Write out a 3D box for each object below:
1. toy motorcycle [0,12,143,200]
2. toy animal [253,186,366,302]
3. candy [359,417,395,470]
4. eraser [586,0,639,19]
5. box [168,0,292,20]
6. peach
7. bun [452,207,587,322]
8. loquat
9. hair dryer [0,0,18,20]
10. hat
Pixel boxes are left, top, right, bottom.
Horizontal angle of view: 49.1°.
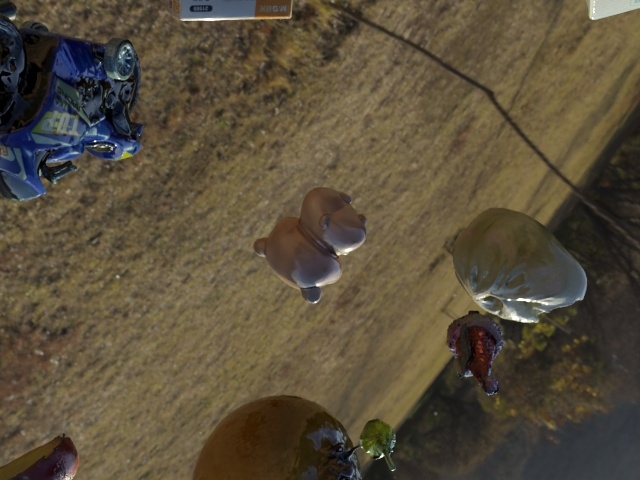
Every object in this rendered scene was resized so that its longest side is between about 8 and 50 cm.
[{"bbox_3d":[-0.262,-0.130,0.710,0.315,0.113,0.169,-34,135,-75],"label":"toy motorcycle"},{"bbox_3d":[-0.005,0.000,1.659,0.229,0.210,0.221,-35,167,-34],"label":"toy animal"},{"bbox_3d":[0.094,0.316,1.054,0.058,0.062,0.194,-10,179,-3],"label":"candy"},{"bbox_3d":[0.402,-0.313,0.757,0.225,0.052,0.095,-12,160,17],"label":"eraser"},{"bbox_3d":[-0.185,-0.586,1.484,0.274,0.091,0.221,-14,126,-28],"label":"box"},{"bbox_3d":[-0.245,0.205,0.591,0.077,0.050,0.083,-23,-169,44],"label":"peach"},{"bbox_3d":[0.282,0.051,1.026,0.128,0.193,0.178,-46,164,-15],"label":"bun"},{"bbox_3d":[-0.034,0.204,0.581,0.163,0.137,0.163,-24,-166,6],"label":"loquat"},{"bbox_3d":[-0.832,-0.454,1.642,0.302,0.116,0.244,-33,121,-29],"label":"hair dryer"},{"bbox_3d":[0.335,0.258,1.497,0.227,0.129,0.140,-85,-159,-62],"label":"hat"}]
